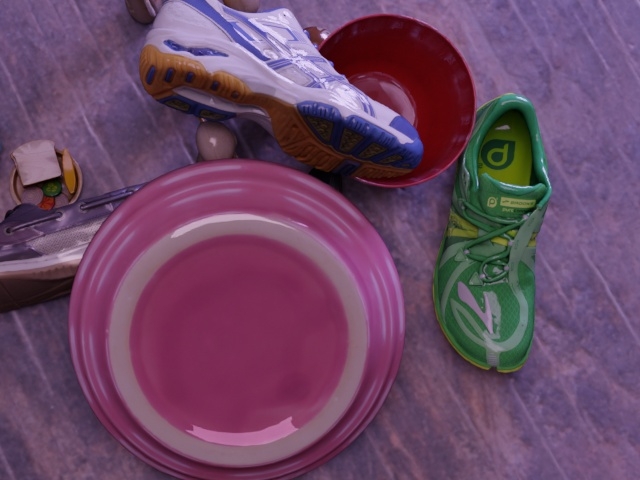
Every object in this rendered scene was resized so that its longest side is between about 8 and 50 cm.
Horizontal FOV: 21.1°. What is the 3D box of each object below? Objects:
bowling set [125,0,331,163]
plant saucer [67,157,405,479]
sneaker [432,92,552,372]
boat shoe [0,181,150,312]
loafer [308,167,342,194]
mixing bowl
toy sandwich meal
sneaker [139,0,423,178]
[{"bbox_3d":[-0.082,-0.205,1.782,0.200,0.154,0.287,-25,77,-8],"label":"bowling set"},{"bbox_3d":[-0.080,0.088,1.667,0.332,0.084,0.332,-1,100,-4],"label":"plant saucer"},{"bbox_3d":[0.174,-0.013,1.749,0.110,0.123,0.295,3,75,-1],"label":"sneaker"},{"bbox_3d":[-0.288,0.007,1.751,0.285,0.103,0.092,-14,70,-9],"label":"boat shoe"},{"bbox_3d":[0.000,0.000,1.784,0.061,0.062,0.170,28,63,-33],"label":"loafer"},{"bbox_3d":[0.063,-0.137,1.787,0.182,0.098,0.181,1,84,-9],"label":"mixing bowl"},{"bbox_3d":[-0.290,-0.067,1.803,0.086,0.029,0.085,0,74,-1],"label":"toy sandwich meal"},{"bbox_3d":[-0.024,-0.162,1.666,0.296,0.112,0.131,24,60,-19],"label":"sneaker"}]
